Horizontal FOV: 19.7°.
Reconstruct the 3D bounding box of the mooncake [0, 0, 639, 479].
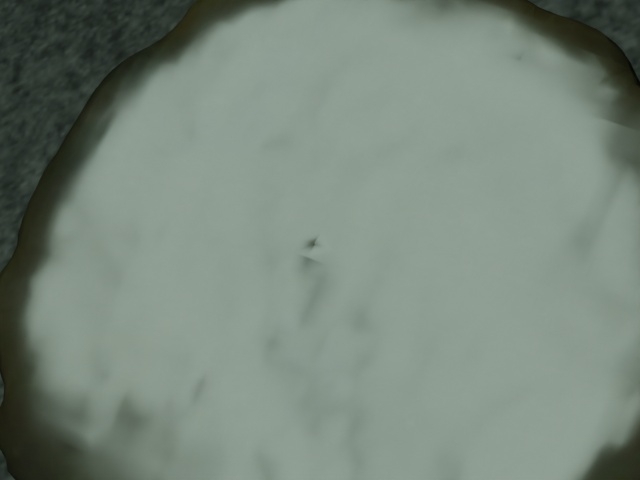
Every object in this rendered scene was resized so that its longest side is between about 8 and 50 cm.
[{"bbox_3d":[0.020,0.034,0.576,0.228,0.124,0.228,-6,69,16],"label":"mooncake"}]
